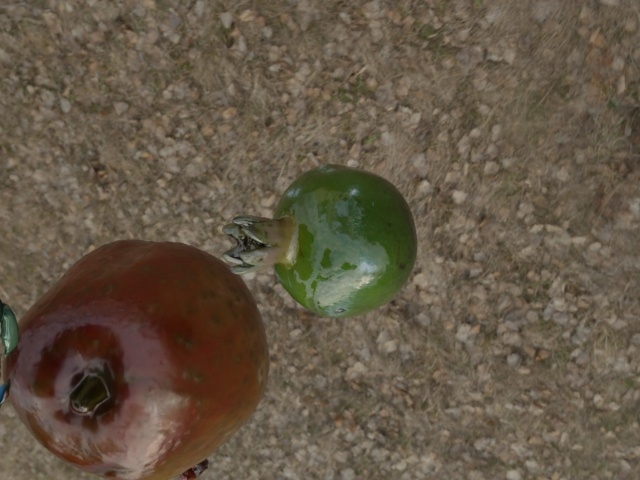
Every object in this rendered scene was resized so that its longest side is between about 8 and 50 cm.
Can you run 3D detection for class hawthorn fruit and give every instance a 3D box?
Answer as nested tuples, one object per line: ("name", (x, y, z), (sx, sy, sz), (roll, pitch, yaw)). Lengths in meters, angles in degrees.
("hawthorn fruit", (-0.281, 0.191, 1.002), (0.403, 0.403, 0.402), (13, 121, 22))

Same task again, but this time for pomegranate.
("pomegranate", (-0.001, 0.001, 0.742), (0.187, 0.225, 0.187), (1, 91, 57))

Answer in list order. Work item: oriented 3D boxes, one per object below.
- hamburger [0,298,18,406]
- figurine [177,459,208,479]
("hamburger", (-0.452, 0.170, 0.710), (0.150, 0.276, 0.260), (8, 161, -8))
("figurine", (-0.270, 0.382, 1.299), (0.160, 0.226, 0.183), (25, 133, -38))
